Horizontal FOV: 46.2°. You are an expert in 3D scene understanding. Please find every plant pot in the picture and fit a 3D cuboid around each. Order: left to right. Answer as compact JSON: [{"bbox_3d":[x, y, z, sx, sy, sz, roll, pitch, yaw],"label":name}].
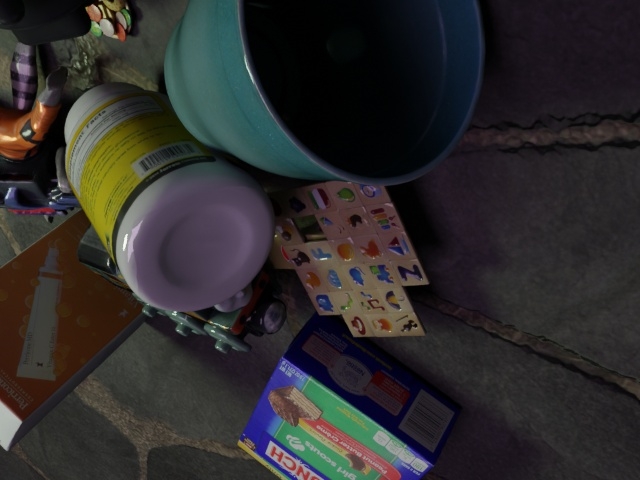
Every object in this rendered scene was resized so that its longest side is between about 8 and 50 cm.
[{"bbox_3d":[-0.023,-0.181,0.751,0.255,0.271,0.271,-1,124,55],"label":"plant pot"}]

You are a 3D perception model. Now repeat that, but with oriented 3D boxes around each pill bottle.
[{"bbox_3d":[-0.209,-0.074,0.946,0.334,0.188,0.188,46,149,45],"label":"pill bottle"}]

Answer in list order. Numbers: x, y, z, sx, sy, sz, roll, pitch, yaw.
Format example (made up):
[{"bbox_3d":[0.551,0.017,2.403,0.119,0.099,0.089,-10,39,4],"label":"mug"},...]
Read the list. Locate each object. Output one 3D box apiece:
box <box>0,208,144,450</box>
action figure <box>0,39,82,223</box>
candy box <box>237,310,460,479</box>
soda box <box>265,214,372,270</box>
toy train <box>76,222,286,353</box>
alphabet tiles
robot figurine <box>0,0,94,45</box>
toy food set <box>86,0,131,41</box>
[{"bbox_3d":[-0.467,0.143,1.279,0.215,0.345,0.168,43,139,-1],"label":"box"},{"bbox_3d":[-0.425,-0.153,1.190,0.341,0.178,0.330,6,140,-4],"label":"action figure"},{"bbox_3d":[0.030,0.301,1.197,0.268,0.122,0.317,35,139,9],"label":"candy box"},{"bbox_3d":[0.000,0.000,1.015,0.181,0.061,0.058,1,124,37],"label":"soda box"},{"bbox_3d":[-0.205,0.053,1.103,0.334,0.142,0.190,17,162,38],"label":"toy train"},{"bbox_3d":[0.042,0.029,0.953,0.198,0.009,0.237,-7,120,40],"label":"alphabet tiles"},{"bbox_3d":[-0.358,-0.360,0.864,0.209,0.173,0.278,39,161,31],"label":"robot figurine"},{"bbox_3d":[-0.286,-0.309,1.009,0.083,0.020,0.082,9,129,32],"label":"toy food set"}]
